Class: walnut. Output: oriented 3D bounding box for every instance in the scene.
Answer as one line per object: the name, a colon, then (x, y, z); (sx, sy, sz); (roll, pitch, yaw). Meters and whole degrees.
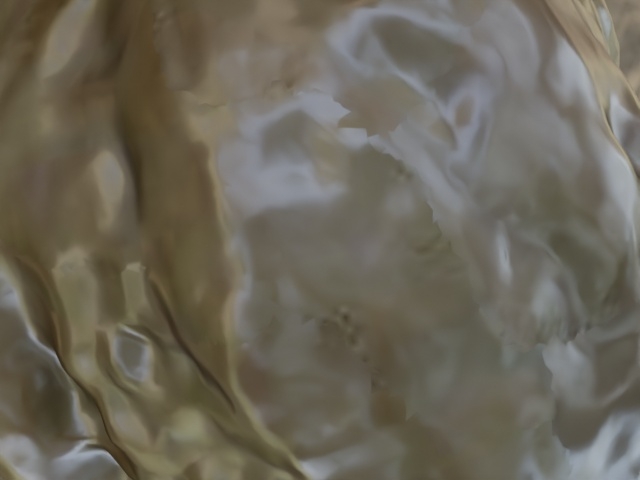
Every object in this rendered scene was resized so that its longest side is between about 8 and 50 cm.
walnut: (-0.002, -0.001, 0.559); (0.227, 0.273, 0.273); (-57, 153, -37)
